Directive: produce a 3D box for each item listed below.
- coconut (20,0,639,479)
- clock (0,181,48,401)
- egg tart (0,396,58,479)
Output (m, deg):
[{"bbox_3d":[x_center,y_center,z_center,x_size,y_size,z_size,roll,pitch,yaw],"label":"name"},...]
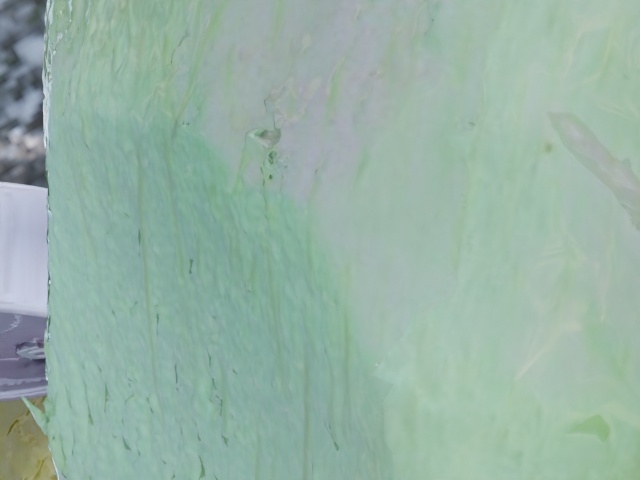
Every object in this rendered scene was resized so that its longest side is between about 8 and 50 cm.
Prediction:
[{"bbox_3d":[0.066,-0.033,0.480,0.281,0.329,0.328,16,-13,-11],"label":"coconut"},{"bbox_3d":[-0.196,0.032,0.972,0.197,0.196,0.068,109,-21,-69],"label":"clock"},{"bbox_3d":[-0.129,0.188,1.294,0.345,0.345,0.132,61,0,-15],"label":"egg tart"}]
